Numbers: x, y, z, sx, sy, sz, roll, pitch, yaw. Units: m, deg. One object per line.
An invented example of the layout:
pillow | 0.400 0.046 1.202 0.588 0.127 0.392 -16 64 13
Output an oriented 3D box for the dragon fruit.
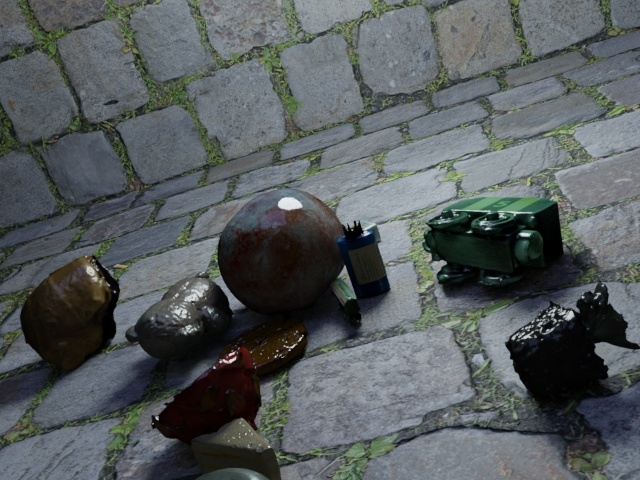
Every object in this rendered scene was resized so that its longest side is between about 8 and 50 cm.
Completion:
dragon fruit | -0.189 0.319 1.525 0.223 0.148 0.218 -39 -5 -21

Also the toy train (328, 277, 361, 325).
toy train | 0.057 0.139 1.814 0.038 0.071 0.148 -22 21 -6

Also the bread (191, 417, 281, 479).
bread | -0.144 0.376 1.385 0.105 0.077 0.152 -23 17 -21

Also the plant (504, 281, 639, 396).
plant | 0.410 0.165 1.326 0.203 0.143 0.131 -22 4 7

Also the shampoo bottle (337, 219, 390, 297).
shampoo bottle | 0.096 0.040 1.866 0.087 0.183 0.050 -15 20 12

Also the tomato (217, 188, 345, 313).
tomato | -0.089 0.029 1.952 0.316 0.283 0.317 -26 24 13

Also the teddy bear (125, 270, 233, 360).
teddy bear | -0.323 0.188 1.924 0.235 0.151 0.267 -3 28 21

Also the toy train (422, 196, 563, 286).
toy train | 0.375 -0.002 1.777 0.238 0.167 0.299 -23 20 -38

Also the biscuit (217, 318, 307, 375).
biscuit | -0.126 0.239 1.780 0.212 0.036 0.212 -19 21 7

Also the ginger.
ginger | -0.654 0.185 2.079 0.200 0.270 0.223 32 41 29

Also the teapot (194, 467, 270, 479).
teapot | -0.138 0.429 1.187 0.294 0.130 0.193 -5 25 30

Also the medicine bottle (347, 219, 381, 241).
medicine bottle | 0.093 -0.004 2.167 0.117 0.055 0.074 -29 24 -21
